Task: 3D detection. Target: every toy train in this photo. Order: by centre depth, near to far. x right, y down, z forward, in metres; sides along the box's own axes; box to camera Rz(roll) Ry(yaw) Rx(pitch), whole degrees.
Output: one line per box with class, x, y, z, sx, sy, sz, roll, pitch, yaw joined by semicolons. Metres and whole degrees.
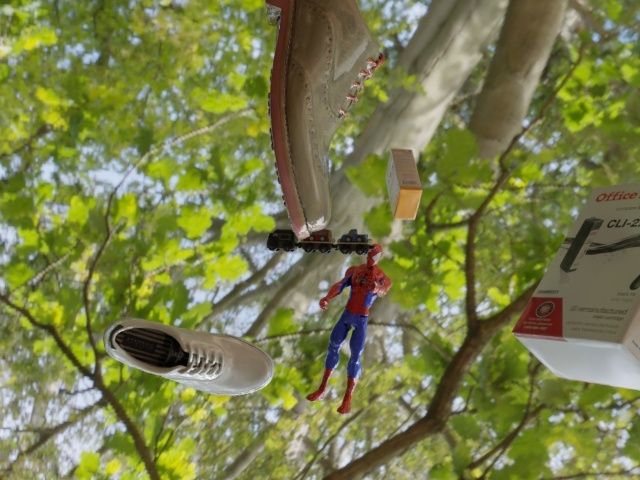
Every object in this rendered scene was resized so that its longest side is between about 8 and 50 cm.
toy train;0.000;0.000;1.202;0.158;0.027;0.036;2;-90;18

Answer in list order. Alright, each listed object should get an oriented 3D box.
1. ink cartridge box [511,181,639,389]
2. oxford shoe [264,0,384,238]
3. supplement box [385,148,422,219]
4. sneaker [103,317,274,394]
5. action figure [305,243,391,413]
ink cartridge box;0.415;0.053;1.160;0.114;0.197;0.273;43;-111;-21
oxford shoe;0.007;-0.175;0.936;0.130;0.123;0.348;-2;-82;-2
supplement box;0.126;-0.087;1.326;0.036;0.062;0.098;2;-137;-8
sneaker;-0.191;0.175;1.259;0.258;0.091;0.094;12;-92;-12
action figure;0.041;0.137;1.381;0.091;0.139;0.280;18;-88;20
